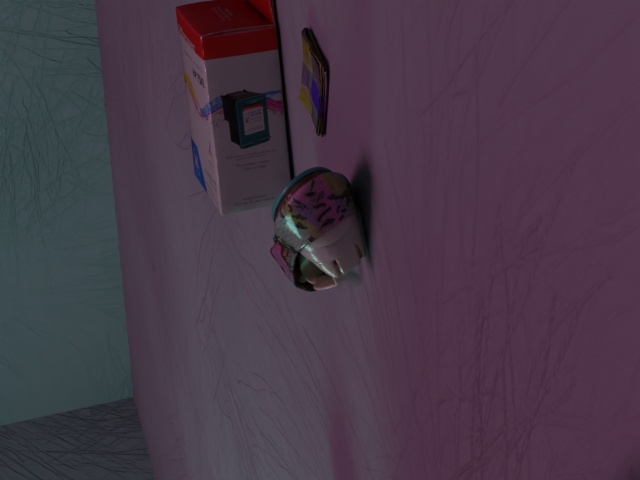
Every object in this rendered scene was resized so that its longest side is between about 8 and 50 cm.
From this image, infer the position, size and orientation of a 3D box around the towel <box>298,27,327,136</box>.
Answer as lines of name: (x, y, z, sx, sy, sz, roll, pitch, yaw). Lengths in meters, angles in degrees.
towel: (-0.007, -0.137, 1.234, 0.083, 0.009, 0.060, 93, 160, -47)

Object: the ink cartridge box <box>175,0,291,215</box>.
ink cartridge box: (-0.089, -0.158, 1.412, 0.134, 0.078, 0.231, -129, 31, -64)

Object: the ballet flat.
ballet flat: (0.000, 0.000, 1.211, 0.079, 0.077, 0.221, 58, 168, 8)
